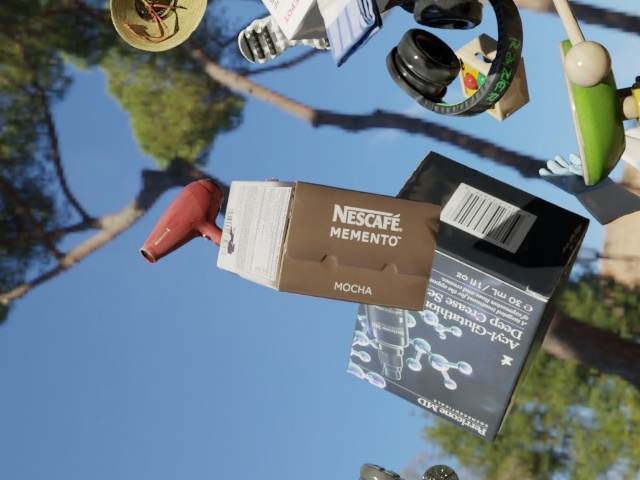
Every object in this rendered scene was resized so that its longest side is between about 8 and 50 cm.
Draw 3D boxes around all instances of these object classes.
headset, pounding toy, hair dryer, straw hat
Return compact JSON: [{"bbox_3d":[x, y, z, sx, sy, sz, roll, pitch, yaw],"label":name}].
[{"bbox_3d":[0.228,-0.374,2.081,0.185,0.394,0.243,2,-62,-40],"label":"headset"},{"bbox_3d":[0.351,-0.328,2.442,0.094,0.181,0.206,-35,-42,-14],"label":"pounding toy"},{"bbox_3d":[0.354,-0.184,1.382,0.236,0.110,0.183,67,-163,-44],"label":"pounding toy"},{"bbox_3d":[-0.182,-0.015,2.066,0.080,0.294,0.223,100,157,-57],"label":"hair dryer"},{"bbox_3d":[-0.234,-0.346,1.618,0.061,0.145,0.144,-112,5,-50],"label":"straw hat"}]

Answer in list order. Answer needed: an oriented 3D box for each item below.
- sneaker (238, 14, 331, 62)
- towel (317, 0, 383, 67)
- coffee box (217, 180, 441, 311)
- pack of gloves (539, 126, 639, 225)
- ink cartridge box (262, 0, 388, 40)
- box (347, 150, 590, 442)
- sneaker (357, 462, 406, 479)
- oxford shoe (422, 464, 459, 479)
[{"bbox_3d":[-0.037,-0.483,2.563,0.118,0.292,0.110,-79,-22,-59],"label":"sneaker"},{"bbox_3d":[0.012,-0.404,1.612,0.209,0.034,0.284,157,98,-75],"label":"towel"},{"bbox_3d":[0.000,0.000,1.313,0.297,0.168,0.118,-170,90,-72],"label":"coffee box"},{"bbox_3d":[0.448,-0.084,1.686,0.232,0.195,0.046,-124,17,-60],"label":"pack of gloves"},{"bbox_3d":[-0.007,-0.526,2.053,0.197,0.270,0.198,-13,-29,-39],"label":"ink cartridge box"},{"bbox_3d":[0.237,0.099,1.925,0.212,0.294,0.395,-53,-20,-39],"label":"box"},{"bbox_3d":[0.174,0.482,1.957,0.106,0.267,0.101,-63,-18,-6],"label":"sneaker"},{"bbox_3d":[0.207,0.479,1.815,0.096,0.083,0.227,66,-156,-62],"label":"oxford shoe"}]
